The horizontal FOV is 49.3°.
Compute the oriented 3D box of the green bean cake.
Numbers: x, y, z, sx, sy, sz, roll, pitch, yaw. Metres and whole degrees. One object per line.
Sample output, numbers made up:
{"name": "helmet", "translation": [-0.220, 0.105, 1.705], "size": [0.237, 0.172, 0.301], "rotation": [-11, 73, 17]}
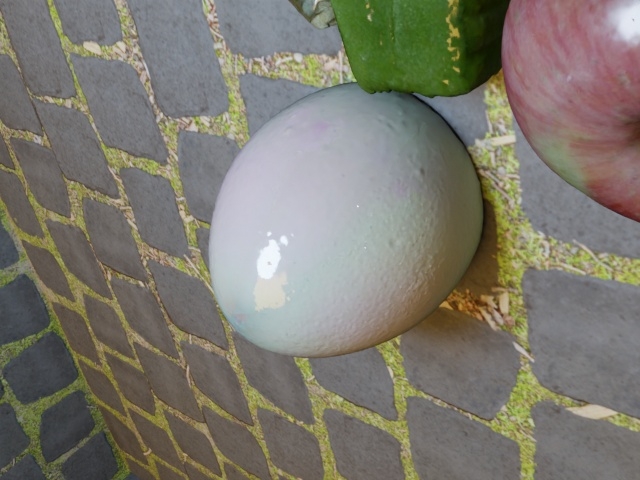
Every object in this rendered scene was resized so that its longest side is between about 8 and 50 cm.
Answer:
{"name": "green bean cake", "translation": [0.106, -0.286, 0.781], "size": [0.222, 0.125, 0.248], "rotation": [18, 130, 39]}

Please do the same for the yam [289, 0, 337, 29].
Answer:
{"name": "yam", "translation": [-0.087, -0.401, 0.933], "size": [0.317, 0.067, 0.071], "rotation": [45, 156, 11]}

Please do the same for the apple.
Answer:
{"name": "apple", "translation": [0.322, -0.160, 0.549], "size": [0.344, 0.269, 0.345], "rotation": [28, 159, 12]}

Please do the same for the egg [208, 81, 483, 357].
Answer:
{"name": "egg", "translation": [0.000, 0.000, 0.948], "size": [0.354, 0.340, 0.355], "rotation": [26, 136, 28]}
